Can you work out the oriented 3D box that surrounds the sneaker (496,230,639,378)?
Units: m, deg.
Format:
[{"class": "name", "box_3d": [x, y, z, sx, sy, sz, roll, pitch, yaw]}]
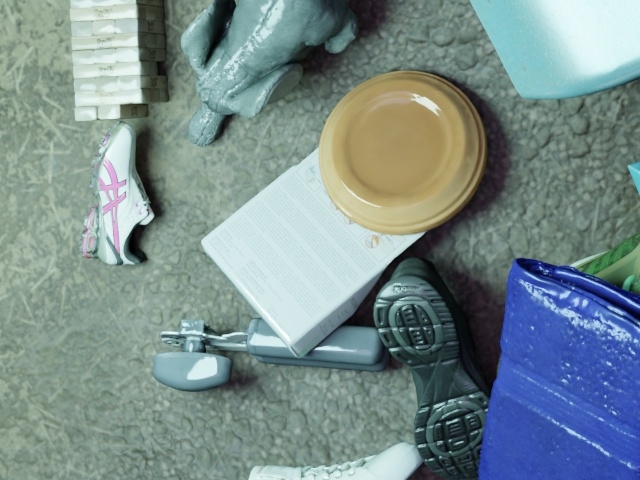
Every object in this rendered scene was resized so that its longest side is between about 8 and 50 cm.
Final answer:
[{"class": "sneaker", "box_3d": [0.346, 0.062, 1.789, 0.410, 0.182, 0.158, -42, 82, 15]}]

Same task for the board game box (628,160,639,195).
[{"class": "board game box", "box_3d": [0.488, 0.040, 1.642, 0.253, 0.079, 0.336, -21, 97, 5]}]

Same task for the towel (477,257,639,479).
[{"class": "towel", "box_3d": [0.281, 0.188, 1.747, 0.227, 0.076, 0.308, 29, 122, 41]}]

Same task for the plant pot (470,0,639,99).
[{"class": "plant pot", "box_3d": [0.308, -0.276, 1.759, 0.252, 0.248, 0.247, -31, 84, 33]}]

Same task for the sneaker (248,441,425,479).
[{"class": "sneaker", "box_3d": [-0.014, 0.301, 1.944, 0.290, 0.106, 0.123, -35, 86, 16]}]

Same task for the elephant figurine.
[{"class": "elephant figurine", "box_3d": [-0.081, -0.209, 1.891, 0.239, 0.186, 0.169, -48, 45, 1]}]

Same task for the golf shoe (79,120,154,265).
[{"class": "golf shoe", "box_3d": [-0.239, -0.057, 2.003, 0.086, 0.067, 0.186, 14, 116, 4]}]

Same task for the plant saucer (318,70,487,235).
[{"class": "plant saucer", "box_3d": [0.092, -0.106, 1.895, 0.200, 0.037, 0.200, -4, 74, 13]}]

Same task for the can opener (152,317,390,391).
[{"class": "can opener", "box_3d": [-0.061, 0.144, 1.959, 0.283, 0.076, 0.095, 4, 75, 16]}]

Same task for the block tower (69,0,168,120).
[{"class": "block tower", "box_3d": [-0.248, -0.315, 1.984, 0.091, 0.097, 0.335, -2, 95, 16]}]

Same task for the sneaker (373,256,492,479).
[{"class": "sneaker", "box_3d": [0.148, 0.146, 1.892, 0.109, 0.130, 0.286, -11, 112, 15]}]

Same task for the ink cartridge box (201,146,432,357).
[{"class": "ink cartridge box", "box_3d": [0.000, 0.000, 1.933, 0.224, 0.056, 0.181, -39, 65, -7]}]
